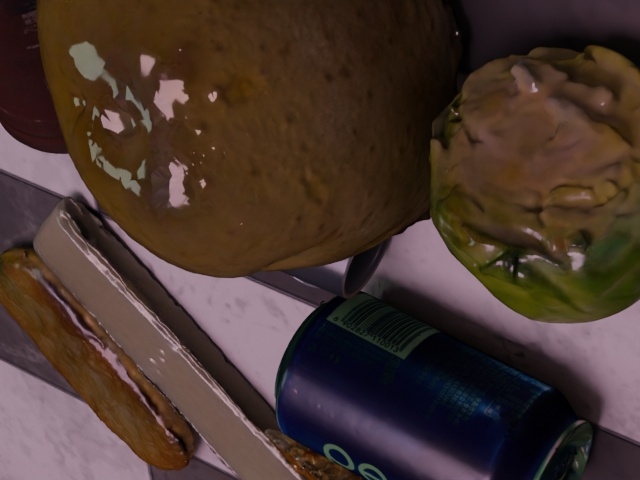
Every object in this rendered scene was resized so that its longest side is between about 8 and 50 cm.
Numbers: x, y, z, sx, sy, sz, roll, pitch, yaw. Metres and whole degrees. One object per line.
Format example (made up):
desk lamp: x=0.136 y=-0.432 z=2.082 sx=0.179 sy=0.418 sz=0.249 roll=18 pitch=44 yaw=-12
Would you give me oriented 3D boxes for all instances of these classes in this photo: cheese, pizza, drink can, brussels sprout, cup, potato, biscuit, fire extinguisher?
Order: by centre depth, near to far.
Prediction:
brussels sprout: x=0.137 y=-0.025 z=0.904 sx=0.149 sy=0.152 sz=0.122 roll=-5 pitch=154 yaw=18
potato: x=-0.055 y=-0.096 z=0.932 sx=0.242 sy=0.242 sz=0.285 roll=-5 pitch=108 yaw=46
fire extinguisher: x=-0.188 y=-0.192 z=1.024 sx=0.102 sy=0.138 sz=0.344 roll=18 pitch=156 yaw=11
drink can: x=0.074 y=0.121 z=1.098 sx=0.205 sy=0.118 sz=0.118 roll=27 pitch=138 yaw=27
cup: x=0.000 y=0.000 z=1.100 sx=0.077 sy=0.078 sz=0.100 roll=28 pitch=147 yaw=17
pizza: x=0.038 y=0.187 z=1.235 sx=0.199 sy=0.062 sz=0.188 roll=35 pitch=166 yaw=29
cheese: x=-0.090 y=0.127 z=1.336 sx=0.400 sy=0.034 sz=0.085 roll=47 pitch=138 yaw=0
biscuit: x=-0.199 y=0.105 z=1.426 sx=0.247 sy=0.029 sz=0.118 roll=50 pitch=150 yaw=-4
